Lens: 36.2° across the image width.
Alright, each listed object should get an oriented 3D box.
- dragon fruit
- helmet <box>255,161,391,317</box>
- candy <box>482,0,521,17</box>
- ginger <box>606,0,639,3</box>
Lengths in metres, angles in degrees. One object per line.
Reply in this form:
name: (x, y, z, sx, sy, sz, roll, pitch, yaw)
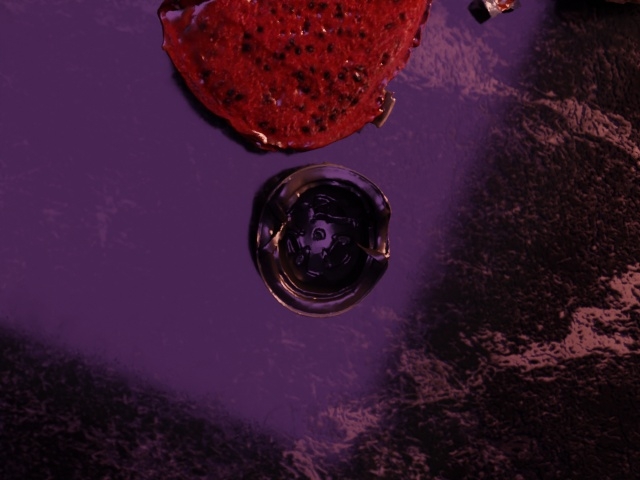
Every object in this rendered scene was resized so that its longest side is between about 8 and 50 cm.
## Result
dragon fruit: (-0.028, -0.217, 1.109, 0.317, 0.152, 0.205, -18, 116, -14)
helmet: (-0.001, -0.012, 1.137, 0.153, 0.107, 0.177, 4, 112, -10)
candy: (0.275, -0.395, 1.165, 0.086, 0.059, 0.292, 24, 90, -7)
ginger: (0.379, -0.463, 1.132, 0.236, 0.166, 0.375, -5, 85, -21)
